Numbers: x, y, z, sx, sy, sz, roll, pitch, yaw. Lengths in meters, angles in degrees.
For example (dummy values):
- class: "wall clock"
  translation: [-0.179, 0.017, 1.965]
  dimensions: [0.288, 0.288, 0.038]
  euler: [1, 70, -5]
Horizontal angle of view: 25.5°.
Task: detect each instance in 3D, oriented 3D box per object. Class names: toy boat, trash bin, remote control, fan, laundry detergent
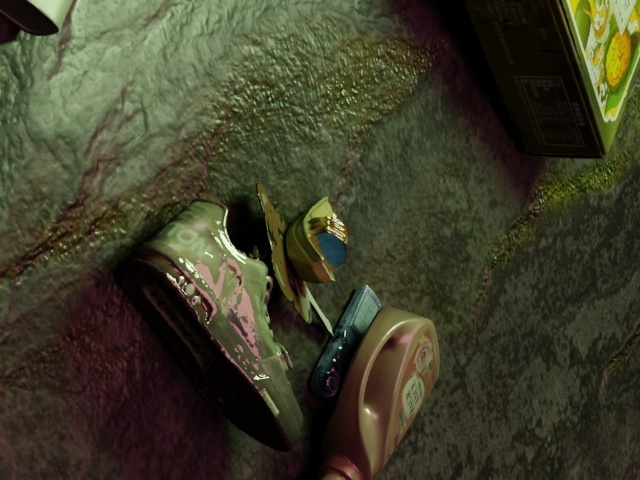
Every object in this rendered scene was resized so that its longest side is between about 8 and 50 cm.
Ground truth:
- class: "toy boat"
  translation: [0.000, 0.000, 1.599]
  dimensions: [0.172, 0.066, 0.065]
  euler: [-90, 154, -67]
- class: "trash bin"
  translation: [-0.268, -0.275, 1.312]
  dimensions: [0.116, 0.059, 0.130]
  euler: [38, 62, -41]
- class: "remote control"
  translation: [0.031, 0.123, 1.689]
  dimensions: [0.043, 0.027, 0.152]
  euler: [49, 52, -31]
- class: "fan"
  translation: [-0.025, 0.044, 1.592]
  dimensions: [0.227, 0.008, 0.153]
  euler: [60, 13, -51]
- class: "laundry detergent"
  translation: [0.057, 0.187, 1.653]
  dimensions: [0.237, 0.076, 0.171]
  euler: [-53, 149, -35]

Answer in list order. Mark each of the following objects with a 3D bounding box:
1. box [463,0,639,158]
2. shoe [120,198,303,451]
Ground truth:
- class: "box"
  translation: [0.341, -0.381, 1.936]
  dimensions: [0.373, 0.138, 0.420]
  euler: [-63, 144, -30]
- class: "shoe"
  translation: [-0.080, 0.081, 1.488]
  dimensions: [0.149, 0.109, 0.293]
  euler: [-55, 126, -31]
